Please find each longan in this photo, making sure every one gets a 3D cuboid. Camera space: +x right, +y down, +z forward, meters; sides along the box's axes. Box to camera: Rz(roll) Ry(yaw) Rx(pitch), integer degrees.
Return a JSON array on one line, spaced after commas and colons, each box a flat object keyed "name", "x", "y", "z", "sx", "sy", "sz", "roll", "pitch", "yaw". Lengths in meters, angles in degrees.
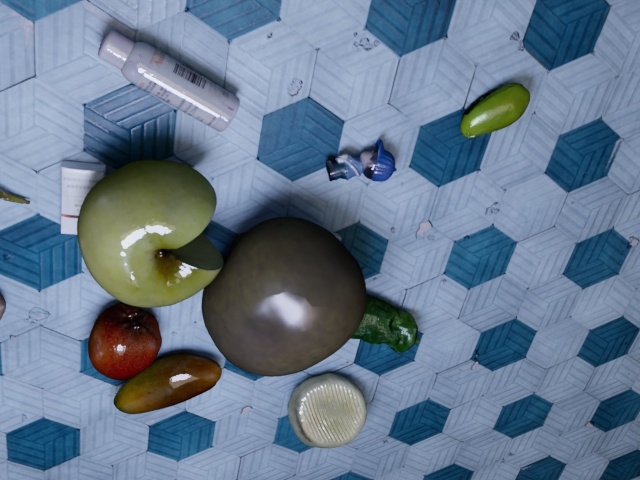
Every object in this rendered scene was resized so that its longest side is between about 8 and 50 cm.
[{"name": "longan", "x": -0.083, "y": 0.121, "z": 1.342, "sx": 0.362, "sy": 0.361, "sz": 0.360, "roll": -6, "pitch": 122, "yaw": -10}]

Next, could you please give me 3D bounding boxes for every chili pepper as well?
[{"name": "chili pepper", "x": 0.143, "y": 0.214, "z": 1.593, "sx": 0.271, "sy": 0.099, "sz": 0.136, "roll": 22, "pitch": 89, "yaw": -18}]

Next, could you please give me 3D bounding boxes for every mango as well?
[{"name": "mango", "x": -0.376, "y": 0.345, "z": 1.534, "sx": 0.268, "sy": 0.111, "sz": 0.133, "roll": -19, "pitch": 139, "yaw": -3}, {"name": "mango", "x": 0.382, "y": -0.278, "z": 1.363, "sx": 0.165, "sy": 0.074, "sz": 0.091, "roll": -36, "pitch": 124, "yaw": 9}]

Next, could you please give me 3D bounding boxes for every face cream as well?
[{"name": "face cream", "x": -0.285, "y": -0.303, "z": 1.183, "sx": 0.269, "sy": 0.082, "sz": 0.082, "roll": 27, "pitch": 111, "yaw": -27}]

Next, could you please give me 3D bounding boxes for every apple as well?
[{"name": "apple", "x": -0.327, "y": -0.019, "z": 1.233, "sx": 0.292, "sy": 0.254, "sz": 0.291, "roll": -15, "pitch": 125, "yaw": -22}]

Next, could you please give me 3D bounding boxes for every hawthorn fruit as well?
[{"name": "hawthorn fruit", "x": -0.453, "y": 0.240, "z": 1.426, "sx": 0.169, "sy": 0.169, "sz": 0.188, "roll": 20, "pitch": 118, "yaw": -23}]

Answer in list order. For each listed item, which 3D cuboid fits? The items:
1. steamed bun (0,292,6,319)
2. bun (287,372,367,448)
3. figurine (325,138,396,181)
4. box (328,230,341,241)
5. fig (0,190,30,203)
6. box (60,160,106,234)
[{"name": "steamed bun", "x": -0.823, "y": 0.145, "z": 1.253, "sx": 0.302, "sy": 0.199, "sz": 0.251, "roll": -14, "pitch": 123, "yaw": -6}, {"name": "bun", "x": 0.013, "y": 0.456, "z": 1.696, "sx": 0.223, "sy": 0.127, "sz": 0.222, "roll": 0, "pitch": 91, "yaw": -15}, {"name": "figurine", "x": 0.089, "y": -0.164, "z": 1.363, "sx": 0.149, "sy": 0.087, "sz": 0.086, "roll": -14, "pitch": 160, "yaw": -4}, {"name": "box", "x": 0.000, "y": 0.000, "z": 1.469, "sx": 0.083, "sy": 0.024, "sz": 0.054, "roll": 17, "pitch": 117, "yaw": -22}, {"name": "fig", "x": -0.668, "y": -0.124, "z": 1.182, "sx": 0.159, "sy": 0.159, "sz": 0.257, "roll": -41, "pitch": 140, "yaw": 12}, {"name": "box", "x": -0.489, "y": -0.084, "z": 1.291, "sx": 0.084, "sy": 0.040, "sz": 0.154, "roll": 3, "pitch": 121, "yaw": -18}]
